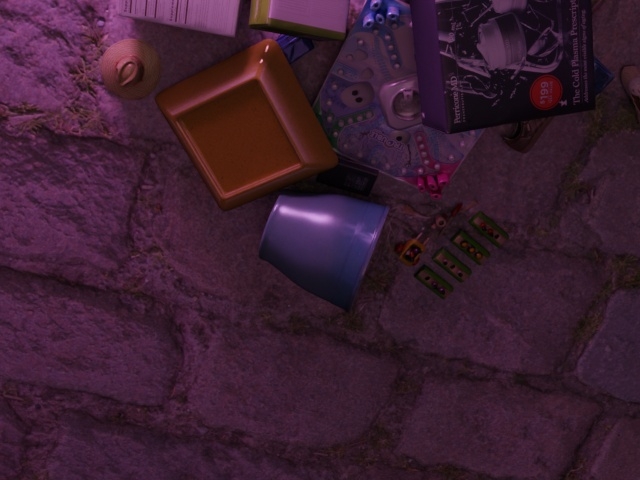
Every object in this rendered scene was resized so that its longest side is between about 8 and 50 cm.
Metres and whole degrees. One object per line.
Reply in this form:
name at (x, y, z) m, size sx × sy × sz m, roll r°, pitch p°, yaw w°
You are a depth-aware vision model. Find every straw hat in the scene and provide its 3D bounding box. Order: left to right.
straw hat at (-0.432, -0.380, 1.591) m, size 0.145 × 0.061 × 0.144 m, roll -1°, pitch 115°, yaw -3°

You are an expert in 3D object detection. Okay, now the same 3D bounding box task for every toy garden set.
toy garden set at (0.333, 0.020, 1.819) m, size 0.204 × 0.049 × 0.244 m, roll 37°, pitch 108°, yaw -18°

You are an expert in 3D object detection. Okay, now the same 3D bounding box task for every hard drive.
hard drive at (0.064, -0.156, 1.709) m, size 0.135 × 0.022 × 0.094 m, roll 16°, pitch 146°, yaw -4°

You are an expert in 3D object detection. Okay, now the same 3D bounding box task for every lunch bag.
lunch bag at (-0.063, -0.440, 1.578) m, size 0.098 × 0.067 × 0.065 m, roll -33°, pitch 113°, yaw 9°

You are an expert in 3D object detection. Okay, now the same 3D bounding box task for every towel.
towel at (0.627, -0.396, 1.655) m, size 0.119 × 0.029 × 0.067 m, roll 36°, pitch 109°, yaw -18°

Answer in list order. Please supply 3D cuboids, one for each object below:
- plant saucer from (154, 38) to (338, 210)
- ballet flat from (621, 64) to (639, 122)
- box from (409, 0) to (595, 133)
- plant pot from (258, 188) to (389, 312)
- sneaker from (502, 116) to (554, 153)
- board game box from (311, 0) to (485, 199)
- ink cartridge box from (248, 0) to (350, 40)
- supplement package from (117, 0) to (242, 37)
plant saucer at (-0.177, -0.239, 1.620) m, size 0.333 × 0.081 × 0.332 m, roll -21°, pitch 114°, yaw 20°
ballet flat at (0.766, -0.342, 1.674) m, size 0.057 × 0.052 × 0.168 m, roll -31°, pitch 112°, yaw 11°
box at (0.359, -0.411, 1.418) m, size 0.313 × 0.179 × 0.343 m, roll -11°, pitch 105°, yaw -5°
plant pot at (0.000, 0.000, 1.692) m, size 0.255 × 0.271 × 0.271 m, roll 22°, pitch 113°, yaw 4°
sneaker at (0.505, -0.298, 1.673) m, size 0.071 × 0.066 × 0.188 m, roll 22°, pitch 111°, yaw -11°
board game box at (0.202, -0.310, 1.615) m, size 0.390 × 0.050 × 0.390 m, roll 22°, pitch 124°, yaw -13°
ink cartridge box at (-0.032, -0.555, 1.458) m, size 0.189 × 0.097 × 0.255 m, roll 1°, pitch 102°, yaw -32°
supplement package at (-0.287, -0.525, 1.489) m, size 0.244 × 0.139 × 0.133 m, roll 9°, pitch 113°, yaw -6°
